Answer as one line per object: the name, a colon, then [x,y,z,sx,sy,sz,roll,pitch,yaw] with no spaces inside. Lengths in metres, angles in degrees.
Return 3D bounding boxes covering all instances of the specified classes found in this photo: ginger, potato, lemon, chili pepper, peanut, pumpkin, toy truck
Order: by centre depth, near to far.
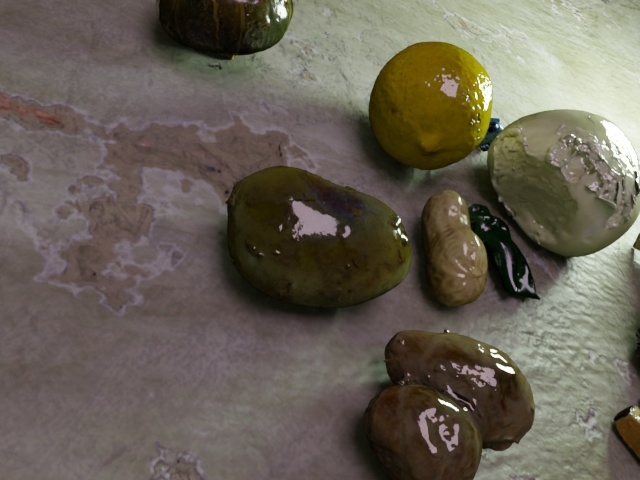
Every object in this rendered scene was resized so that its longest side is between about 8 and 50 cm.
ginger: [0.170,0.261,0.920,0.244,0.155,0.304,44,53,-3]
potato: [0.000,0.000,0.999,0.308,0.173,0.210,12,48,-19]
peanut: [0.239,0.007,1.174,0.110,0.120,0.236,-8,57,11]
pumpkin: [-0.180,-0.441,1.251,0.261,0.189,0.260,2,43,-2]
chili pepper: [0.358,0.023,1.275,0.098,0.061,0.224,-5,56,-42]
lemon: [0.220,-0.269,1.299,0.268,0.267,0.267,16,48,-19]
toy truck: [0.389,-0.257,1.517,0.056,0.073,0.090,55,24,-30]

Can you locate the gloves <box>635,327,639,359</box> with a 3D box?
gloves: [0.753,0.183,1.329,0.210,0.135,0.312,39,45,-2]

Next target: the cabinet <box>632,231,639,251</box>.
cabinet: [0.864,0.007,1.460,0.175,0.148,0.215,14,17,-14]

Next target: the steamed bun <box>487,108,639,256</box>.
steamed bun: [0.546,-0.151,1.392,0.333,0.233,0.312,50,47,1]

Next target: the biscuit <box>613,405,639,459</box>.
biscuit: [0.594,0.379,1.136,0.056,0.052,0.188,-6,58,-54]
